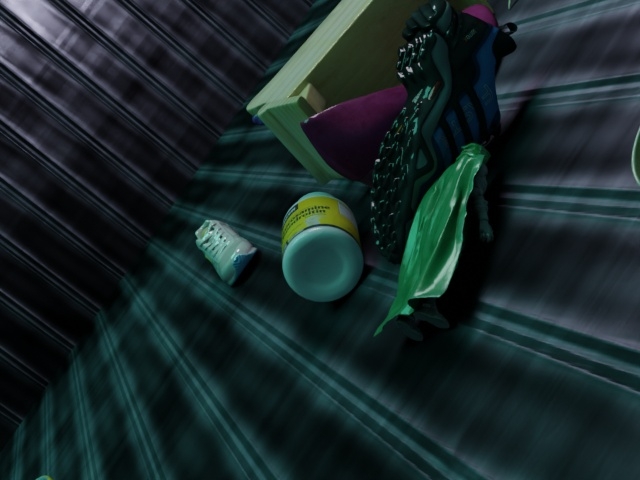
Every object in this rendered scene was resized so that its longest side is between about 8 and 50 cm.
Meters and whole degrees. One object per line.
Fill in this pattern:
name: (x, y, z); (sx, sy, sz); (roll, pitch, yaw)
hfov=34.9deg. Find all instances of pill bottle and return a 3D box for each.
pill bottle: (0.000, 0.000, 1.344); (0.103, 0.103, 0.184); (-50, 16, 15)

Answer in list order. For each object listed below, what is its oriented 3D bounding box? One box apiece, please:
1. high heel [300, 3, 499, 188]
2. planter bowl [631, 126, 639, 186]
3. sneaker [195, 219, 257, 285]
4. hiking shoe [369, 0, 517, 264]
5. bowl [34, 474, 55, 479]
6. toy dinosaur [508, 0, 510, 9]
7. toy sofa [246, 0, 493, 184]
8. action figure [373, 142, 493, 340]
high heel: (0.115, -0.222, 1.331); (0.127, 0.181, 0.377); (-36, 23, 49)
planter bowl: (0.285, -0.061, 0.606); (0.162, 0.109, 0.162); (-49, 16, 20)
sneaker: (-0.180, 0.017, 1.871); (0.087, 0.092, 0.229); (-53, 16, -3)
hiking shoe: (0.145, -0.115, 1.153); (0.113, 0.132, 0.304); (-161, 84, -73)
bowl: (-0.379, 0.474, 1.342); (0.289, 0.156, 0.289); (-48, 17, 20)
toy dinosaur: (0.310, -0.418, 1.424); (0.183, 0.053, 0.092); (-44, 19, 33)
toy sofa: (0.071, -0.261, 1.497); (0.362, 0.150, 0.177); (-52, 23, -19)
action figure: (0.132, -0.011, 1.046); (0.137, 0.063, 0.232); (-34, 29, 57)
